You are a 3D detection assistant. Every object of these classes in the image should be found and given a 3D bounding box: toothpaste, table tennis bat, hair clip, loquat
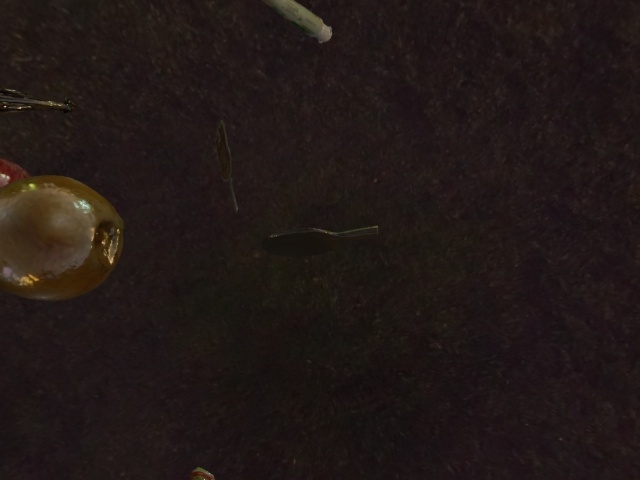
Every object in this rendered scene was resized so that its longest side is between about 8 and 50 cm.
[{"bbox_3d":[-0.081,-0.559,1.210,0.058,0.314,0.056,-21,71,36],"label":"toothpaste"},{"bbox_3d":[0.000,0.000,0.979,0.234,0.131,0.022,-8,68,17],"label":"table tennis bat"},{"bbox_3d":[-0.245,0.532,1.077,0.060,0.188,0.033,25,48,22],"label":"hair clip"},{"bbox_3d":[-0.397,-0.004,0.730,0.227,0.179,0.179,3,75,19],"label":"loquat"}]

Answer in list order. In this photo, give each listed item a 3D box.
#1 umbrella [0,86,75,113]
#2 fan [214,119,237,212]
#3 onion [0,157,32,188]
[{"bbox_3d":[-0.206,-0.092,0.332,0.083,0.031,0.020,-13,84,-46],"label":"umbrella"},{"bbox_3d":[-0.218,-0.167,1.181,0.009,0.132,0.220,-10,75,-21],"label":"fan"},{"bbox_3d":[-0.574,-0.065,0.922,0.284,0.227,0.120,7,41,44],"label":"onion"}]
